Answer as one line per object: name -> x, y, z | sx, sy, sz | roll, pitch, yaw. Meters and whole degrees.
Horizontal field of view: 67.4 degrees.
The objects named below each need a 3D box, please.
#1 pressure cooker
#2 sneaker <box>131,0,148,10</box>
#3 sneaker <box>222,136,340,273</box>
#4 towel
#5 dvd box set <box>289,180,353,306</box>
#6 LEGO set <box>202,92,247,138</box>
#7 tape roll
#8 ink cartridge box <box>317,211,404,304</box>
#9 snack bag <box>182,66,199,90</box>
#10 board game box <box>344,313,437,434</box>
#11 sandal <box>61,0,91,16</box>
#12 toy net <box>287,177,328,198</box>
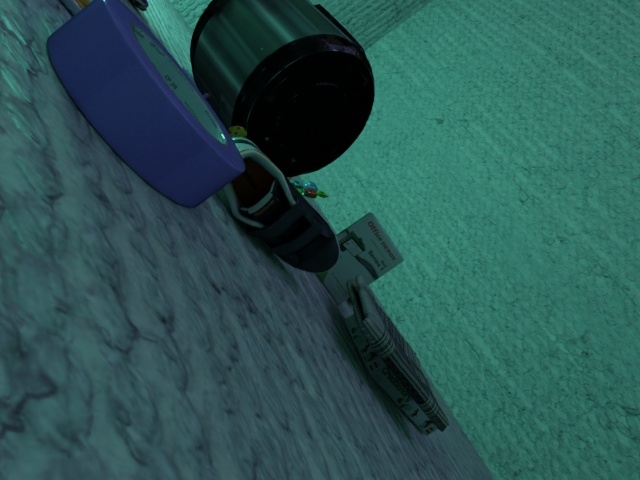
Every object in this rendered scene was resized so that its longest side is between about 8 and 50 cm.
pressure cooker -> -0.114, -0.413, 1.169 | 0.375, 0.370, 0.420 | 14, 34, -50
sneaker -> -0.535, -0.735, 1.386 | 0.170, 0.071, 0.068 | 58, 6, 23
sneaker -> -0.077, -0.043, 0.879 | 0.321, 0.126, 0.127 | 47, 7, -20
towel -> 0.172, 0.238, 1.114 | 0.312, 0.056, 0.324 | 52, 5, -11
dvd box set -> 0.000, 0.000, 1.608 | 0.308, 0.062, 0.420 | 52, 6, -32
LEGO set -> -0.202, -0.216, 0.984 | 0.227, 0.093, 0.087 | 55, 5, -4
tape roll -> -0.219, -0.180, 0.646 | 0.275, 0.090, 0.275 | 54, 5, -7
ink cartridge box -> 0.096, 0.046, 1.316 | 0.160, 0.219, 0.092 | 54, 5, -2
snack bag -> -0.264, -0.308, 1.338 | 0.342, 0.037, 0.323 | 48, 8, -34
board game box -> 0.180, 0.331, 1.196 | 0.305, 0.053, 0.193 | 51, 6, -33
sandal -> -0.406, -0.450, 0.725 | 0.265, 0.076, 0.102 | 53, 5, -21
toy net -> -0.092, -0.172, 1.564 | 0.232, 0.045, 0.122 | 9, 29, -34
